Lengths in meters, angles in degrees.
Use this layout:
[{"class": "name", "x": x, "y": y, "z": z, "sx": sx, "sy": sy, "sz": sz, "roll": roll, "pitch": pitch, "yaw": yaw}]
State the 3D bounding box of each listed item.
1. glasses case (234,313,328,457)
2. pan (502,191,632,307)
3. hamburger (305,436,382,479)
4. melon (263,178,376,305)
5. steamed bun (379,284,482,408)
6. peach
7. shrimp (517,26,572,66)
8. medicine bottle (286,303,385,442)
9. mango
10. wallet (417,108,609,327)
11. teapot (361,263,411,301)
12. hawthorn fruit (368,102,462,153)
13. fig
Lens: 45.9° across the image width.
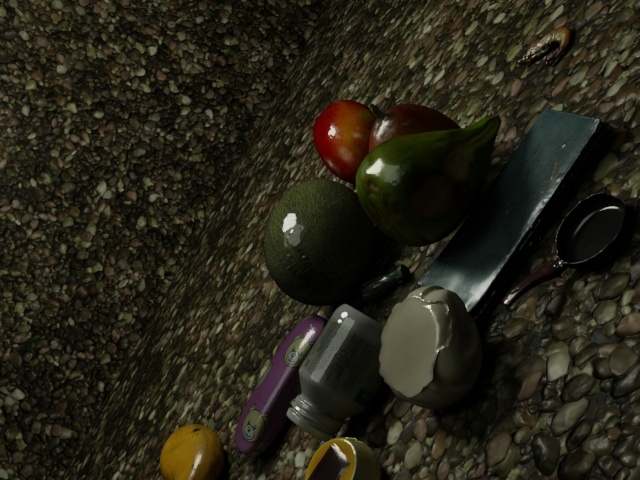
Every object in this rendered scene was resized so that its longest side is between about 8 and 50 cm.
[{"class": "glasses case", "x": -0.077, "y": 0.293, "z": 1.546, "sx": 0.316, "sy": 0.076, "sz": 0.123, "roll": -59, "pitch": 19, "yaw": -7}, {"class": "pan", "x": 0.337, "y": 0.024, "z": 1.032, "sx": 0.212, "sy": 0.040, "sz": 0.115, "roll": -46, "pitch": 22, "yaw": 9}, {"class": "hamburger", "x": 0.036, "y": 0.365, "z": 1.160, "sx": 0.141, "sy": 0.081, "sz": 0.126, "roll": 3, "pitch": 63, "yaw": 54}, {"class": "melon", "x": 0.000, "y": 0.000, "z": 1.592, "sx": 0.237, "sy": 0.237, "sz": 0.301, "roll": -46, "pitch": 21, "yaw": 27}, {"class": "steamed bun", "x": 0.167, "y": 0.160, "z": 1.111, "sx": 0.183, "sy": 0.106, "sz": 0.182, "roll": -40, "pitch": 43, "yaw": 50}, {"class": "peach", "x": 0.087, "y": -0.245, "z": 1.934, "sx": 0.190, "sy": 0.226, "sz": 0.196, "roll": -28, "pitch": -24, "yaw": -12}, {"class": "shrimp", "x": 0.427, "y": -0.360, "z": 1.451, "sx": 0.127, "sy": 0.025, "sz": 0.091, "roll": -28, "pitch": 35, "yaw": 49}, {"class": "medicine bottle", "x": 0.036, "y": 0.229, "z": 1.289, "sx": 0.215, "sy": 0.135, "sz": 0.135, "roll": -59, "pitch": 19, "yaw": -4}, {"class": "mango", "x": -0.278, "y": 0.497, "z": 1.669, "sx": 0.157, "sy": 0.109, "sz": 0.262, "roll": -47, "pitch": 24, "yaw": -3}, {"class": "wallet", "x": 0.302, "y": -0.041, "z": 1.212, "sx": 0.379, "sy": 0.046, "sz": 0.190, "roll": -55, "pitch": 20, "yaw": 5}, {"class": "teapot", "x": 0.128, "y": 0.081, "z": 1.451, "sx": 0.111, "sy": 0.043, "sz": 0.042, "roll": -33, "pitch": 30, "yaw": 42}, {"class": "hawthorn fruit", "x": 0.175, "y": -0.175, "z": 1.428, "sx": 0.199, "sy": 0.251, "sz": 0.199, "roll": -32, "pitch": 31, "yaw": 22}, {"class": "fig", "x": 0.204, "y": -0.118, "z": 1.276, "sx": 0.275, "sy": 0.206, "sz": 0.206, "roll": -40, "pitch": 16, "yaw": -13}]
